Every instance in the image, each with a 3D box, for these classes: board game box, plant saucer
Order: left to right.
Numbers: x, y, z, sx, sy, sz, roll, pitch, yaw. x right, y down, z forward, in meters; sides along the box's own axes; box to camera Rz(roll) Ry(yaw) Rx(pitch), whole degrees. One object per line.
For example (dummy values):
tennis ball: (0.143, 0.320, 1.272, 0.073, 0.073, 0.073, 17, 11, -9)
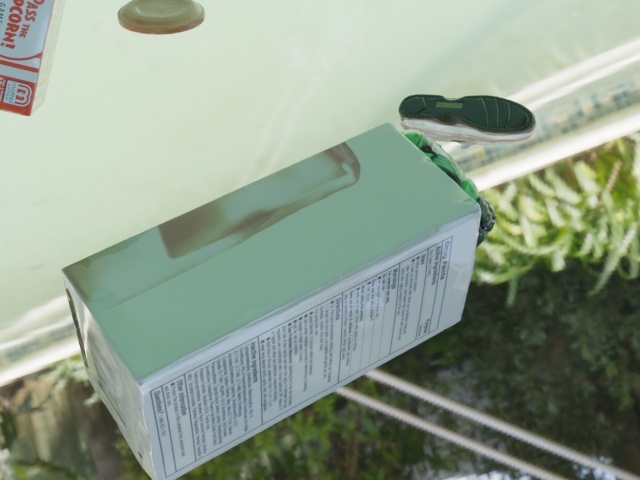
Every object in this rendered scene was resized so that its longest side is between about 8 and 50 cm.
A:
board game box: (-0.238, -0.182, 0.880, 0.045, 0.147, 0.193, 12, -172, -13)
plant saucer: (-0.152, -0.218, 1.028, 0.083, 0.013, 0.083, 0, -146, 0)

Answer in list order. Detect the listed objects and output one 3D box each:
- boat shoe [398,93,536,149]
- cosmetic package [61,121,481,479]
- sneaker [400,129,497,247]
boat shoe: (0.203, -0.157, 1.480, 0.190, 0.068, 0.072, 12, 145, 23)
cosmetic package: (-0.034, 0.044, 0.847, 0.296, 0.129, 0.153, -25, 143, -23)
sneaker: (0.000, 0.000, 1.094, 0.343, 0.146, 0.134, -30, -172, 24)
